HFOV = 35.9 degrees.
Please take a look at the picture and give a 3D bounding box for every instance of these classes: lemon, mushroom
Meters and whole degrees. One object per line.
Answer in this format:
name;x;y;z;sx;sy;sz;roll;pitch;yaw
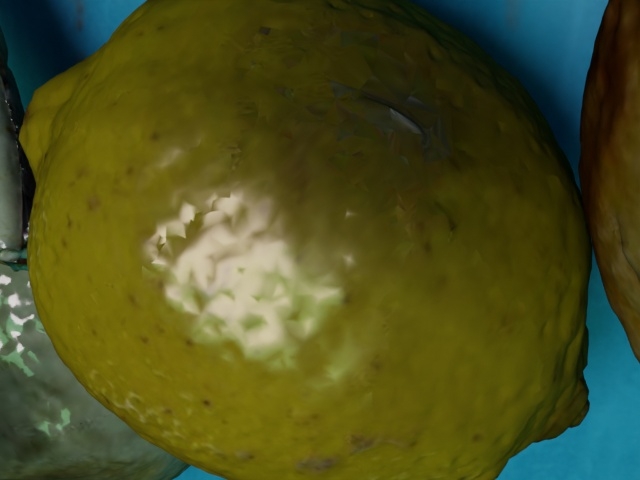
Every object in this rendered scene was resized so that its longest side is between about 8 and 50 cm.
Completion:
lemon;0.000;0.000;0.489;0.310;0.253;0.253;28;123;0
mushroom;-0.163;0.078;0.640;0.189;0.164;0.267;20;122;11

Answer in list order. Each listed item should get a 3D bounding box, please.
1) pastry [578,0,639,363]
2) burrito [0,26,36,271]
pastry;0.261;-0.051;0.368;0.356;0.164;0.356;-3;119;-5
burrito;-0.213;-0.123;0.546;0.096;0.066;0.309;-35;73;59
